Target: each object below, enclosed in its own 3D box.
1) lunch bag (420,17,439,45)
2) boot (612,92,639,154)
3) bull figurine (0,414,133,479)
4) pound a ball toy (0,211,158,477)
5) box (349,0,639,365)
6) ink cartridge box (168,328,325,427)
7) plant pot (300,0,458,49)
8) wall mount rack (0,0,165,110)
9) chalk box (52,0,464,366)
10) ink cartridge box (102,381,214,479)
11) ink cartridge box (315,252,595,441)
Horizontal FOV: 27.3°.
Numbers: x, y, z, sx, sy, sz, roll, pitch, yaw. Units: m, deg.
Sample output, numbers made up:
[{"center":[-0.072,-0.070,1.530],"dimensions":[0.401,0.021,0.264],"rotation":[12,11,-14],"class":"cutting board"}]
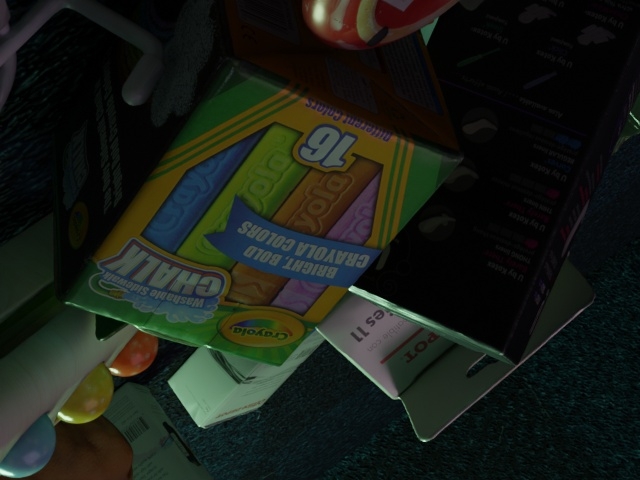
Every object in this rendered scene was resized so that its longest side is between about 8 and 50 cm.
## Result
[{"center":[0.033,-0.171,1.052],"dimensions":[0.219,0.090,0.176],"rotation":[-41,165,8],"class":"lunch bag"},{"center":[0.484,-0.223,1.920],"dimensions":[0.179,0.085,0.236],"rotation":[-37,171,-13],"class":"boot"},{"center":[-0.289,0.192,1.155],"dimensions":[0.101,0.188,0.310],"rotation":[-45,163,19],"class":"bull figurine"},{"center":[-0.227,0.106,1.041],"dimensions":[0.208,0.136,0.319],"rotation":[-54,175,30],"class":"pound a ball toy"},{"center":[0.132,-0.058,0.986],"dimensions":[0.270,0.143,0.165],"rotation":[-66,165,-3],"class":"box"},{"center":[-0.080,0.139,1.664],"dimensions":[0.190,0.082,0.140],"rotation":[-46,162,28],"class":"ink cartridge box"},{"center":[0.021,-0.218,0.757],"dimensions":[0.191,0.174,0.191],"rotation":[-37,166,-11],"class":"plant pot"},{"center":[-0.207,-0.062,0.666],"dimensions":[0.304,0.130,0.350],"rotation":[-52,169,-19],"class":"wall mount rack"},{"center":[-0.070,-0.043,0.907],"dimensions":[0.179,0.180,0.289],"rotation":[20,128,-28],"class":"chalk box"},{"center":[-0.218,0.277,1.570],"dimensions":[0.127,0.175,0.072],"rotation":[-39,164,2],"class":"ink cartridge box"},{"center":[0.083,-0.002,1.199],"dimensions":[0.207,0.119,0.353],"rotation":[-42,-152,8],"class":"ink cartridge box"}]
